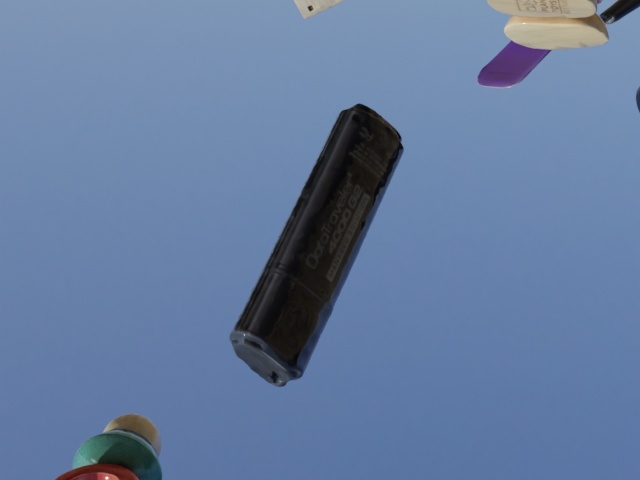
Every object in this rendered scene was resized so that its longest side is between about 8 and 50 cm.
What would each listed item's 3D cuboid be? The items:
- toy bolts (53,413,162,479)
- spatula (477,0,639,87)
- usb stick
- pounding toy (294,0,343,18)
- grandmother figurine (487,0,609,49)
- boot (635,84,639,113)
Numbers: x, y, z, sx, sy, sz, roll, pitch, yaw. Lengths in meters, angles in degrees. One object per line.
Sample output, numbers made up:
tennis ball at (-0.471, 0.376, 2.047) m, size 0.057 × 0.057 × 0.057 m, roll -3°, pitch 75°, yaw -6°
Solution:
toy bolts at (-0.215, 0.280, 1.676) m, size 0.218 × 0.228 × 0.158 m, roll 5°, pitch -155°, yaw 8°
spatula at (0.289, -0.238, 1.866) m, size 0.296 × 0.030 × 0.084 m, roll -29°, pitch -159°, yaw -26°
usb stick at (0.000, 0.000, 1.515) m, size 0.045 × 0.077 × 0.278 m, roll -21°, pitch -144°, yaw 51°
pounding toy at (-0.020, -0.293, 1.701) m, size 0.100 × 0.130 × 0.141 m, roll -22°, pitch -162°, yaw 25°
grandmother figurine at (0.177, -0.318, 1.199) m, size 0.104 × 0.342 × 0.208 m, roll 7°, pitch 169°, yaw 9°
boot at (0.549, -0.205, 1.823) m, size 0.377 × 0.138 × 0.284 m, roll 8°, pitch -122°, yaw 28°
